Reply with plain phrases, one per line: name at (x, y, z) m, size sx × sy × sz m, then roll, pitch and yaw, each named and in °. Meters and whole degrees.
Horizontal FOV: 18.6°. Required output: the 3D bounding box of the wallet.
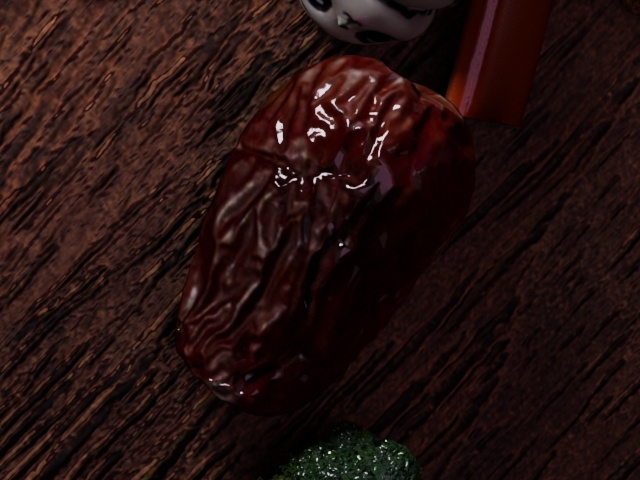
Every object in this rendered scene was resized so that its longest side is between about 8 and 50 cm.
wallet at (0.178, -0.212, 1.869) m, size 0.142 × 0.045 × 0.204 m, roll 2°, pitch 104°, yaw -60°

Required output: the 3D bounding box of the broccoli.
broccoli at (0.019, 0.262, 1.870) m, size 0.195 × 0.156 × 0.195 m, roll -6°, pitch 107°, yaw -20°

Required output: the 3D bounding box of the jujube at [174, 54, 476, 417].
jujube at (0.000, 0.000, 1.797) m, size 0.216 × 0.216 × 0.342 m, roll 29°, pitch 95°, yaw -24°

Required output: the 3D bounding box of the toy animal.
toy animal at (0.065, -0.246, 1.773) m, size 0.179 × 0.138 × 0.166 m, roll -31°, pitch 120°, yaw 35°

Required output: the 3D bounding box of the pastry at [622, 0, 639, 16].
pastry at (0.335, -0.298, 1.929) m, size 0.087 × 0.063 × 0.169 m, roll -12°, pitch 104°, yaw -21°
